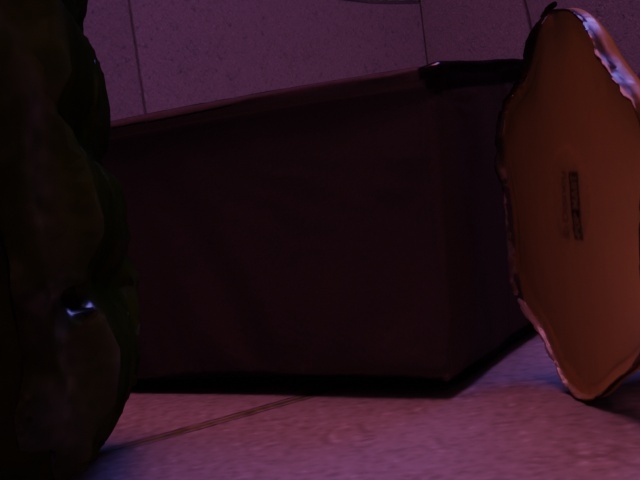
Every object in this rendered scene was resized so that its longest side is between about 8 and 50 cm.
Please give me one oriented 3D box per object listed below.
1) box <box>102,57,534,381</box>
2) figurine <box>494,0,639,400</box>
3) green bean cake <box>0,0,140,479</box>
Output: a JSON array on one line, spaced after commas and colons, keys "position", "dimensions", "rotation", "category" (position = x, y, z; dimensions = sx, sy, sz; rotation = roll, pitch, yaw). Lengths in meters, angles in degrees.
[{"position": [-0.005, -0.009, 0.688], "dimensions": [0.252, 0.153, 0.188], "rotation": [-4, 5, 30], "category": "box"}, {"position": [0.230, -0.023, 0.535], "dimensions": [0.257, 0.180, 0.208], "rotation": [-7, -34, -13], "category": "figurine"}, {"position": [-0.241, -0.034, 0.457], "dimensions": [0.319, 0.334, 0.218], "rotation": [-11, -3, -6], "category": "green bean cake"}]
